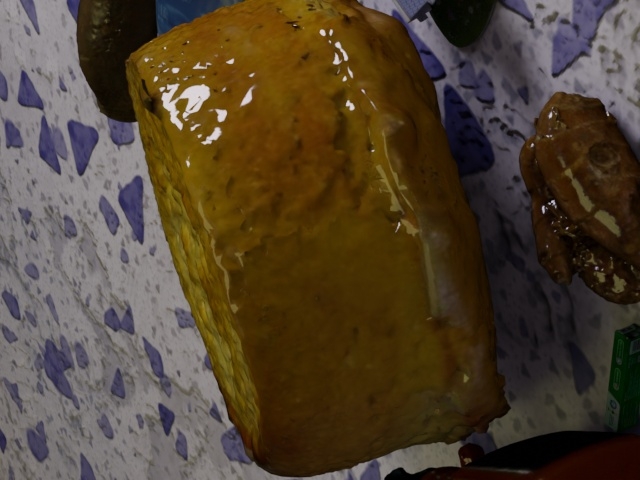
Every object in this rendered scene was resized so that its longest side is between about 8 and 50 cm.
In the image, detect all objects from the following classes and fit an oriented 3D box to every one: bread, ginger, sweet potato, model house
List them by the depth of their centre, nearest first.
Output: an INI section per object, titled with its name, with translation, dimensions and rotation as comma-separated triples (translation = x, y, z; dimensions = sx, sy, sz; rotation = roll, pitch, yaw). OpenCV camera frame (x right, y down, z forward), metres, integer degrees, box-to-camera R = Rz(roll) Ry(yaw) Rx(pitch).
[ginger]
translation = 0.187, -0.017, 1.155
dimensions = 0.162, 0.073, 0.103
rotation = 60, 148, 16
[model house]
translation = 0.056, -0.223, 1.235
dimensions = 0.167, 0.088, 0.117
rotation = 60, 146, 18
[bread]
translation = 0.000, 0.000, 1.252
dimensions = 0.398, 0.215, 0.398
rotation = 162, 90, -80
[sweet potato]
translation = -0.178, -0.234, 1.591
dimensions = 0.085, 0.112, 0.286
rotation = 43, 132, 32

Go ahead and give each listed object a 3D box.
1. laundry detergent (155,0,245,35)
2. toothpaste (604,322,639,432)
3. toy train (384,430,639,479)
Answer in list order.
[laundry detergent]
translation = -0.092, -0.299, 1.417
dimensions = 0.143, 0.094, 0.290
rotation = 31, 132, 51
[toothpaste]
translation = 0.224, 0.101, 1.213
dimensions = 0.017, 0.020, 0.083
rotation = 36, 135, 46
[toy train]
translation = 0.159, 0.263, 1.266
dimensions = 0.369, 0.163, 0.231
rotation = -8, 94, 59
